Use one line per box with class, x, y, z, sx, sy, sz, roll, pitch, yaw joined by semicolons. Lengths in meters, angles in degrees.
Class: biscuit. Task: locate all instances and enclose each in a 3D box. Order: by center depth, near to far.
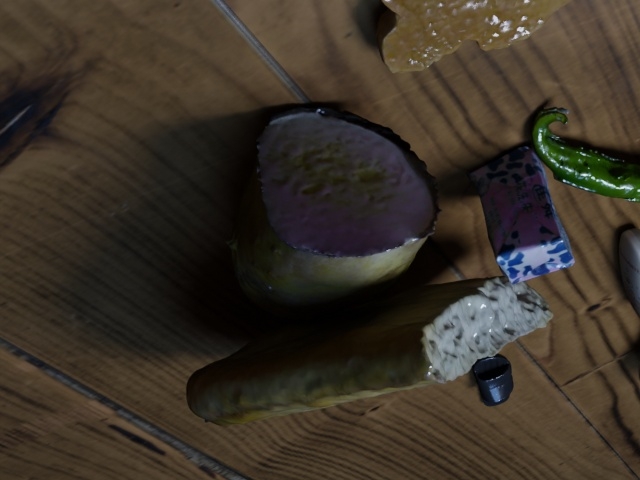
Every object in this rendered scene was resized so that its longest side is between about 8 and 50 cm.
biscuit;0.181;-0.306;1.095;0.269;0.051;0.376;14;132;-38
biscuit;0.050;0.127;1.380;0.446;0.104;0.429;-16;-179;36

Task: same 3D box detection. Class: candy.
candy;0.245;-0.031;1.367;0.092;0.160;0.073;-22;139;14

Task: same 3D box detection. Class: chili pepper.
chili pepper;0.409;-0.083;1.425;0.359;0.076;0.085;15;161;-28

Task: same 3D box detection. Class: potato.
potato;0.000;0.000;1.282;0.229;0.229;0.266;-8;149;-13

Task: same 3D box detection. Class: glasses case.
glasses case;0.473;0.057;1.627;0.051;0.081;0.204;-24;140;3

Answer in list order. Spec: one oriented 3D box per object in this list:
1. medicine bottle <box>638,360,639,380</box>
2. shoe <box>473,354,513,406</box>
medicine bottle;0.607;0.169;1.771;0.135;0.135;0.215;-2;139;-19
shoe;0.285;0.240;1.797;0.062;0.053;0.159;-16;145;3
